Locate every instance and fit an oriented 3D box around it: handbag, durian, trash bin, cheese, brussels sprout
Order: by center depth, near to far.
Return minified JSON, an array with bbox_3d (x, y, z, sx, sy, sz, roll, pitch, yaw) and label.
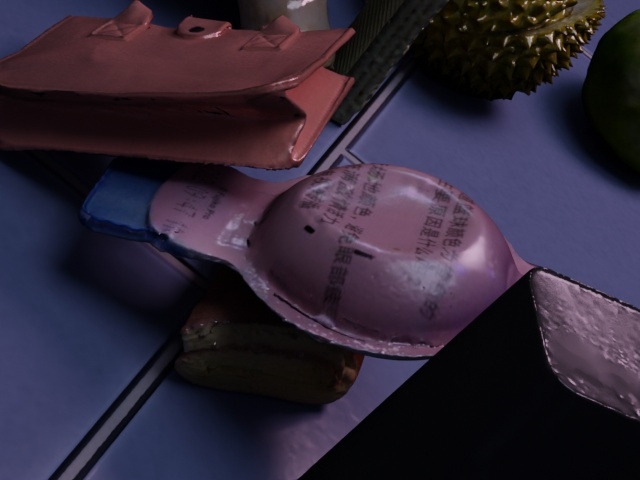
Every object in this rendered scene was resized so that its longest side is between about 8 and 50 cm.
[{"bbox_3d":[0.111,0.136,0.779,0.165,0.225,0.115,24,36,-22],"label":"trash bin"},{"bbox_3d":[0.000,0.000,0.849,0.286,0.074,0.189,14,33,4],"label":"cheese"},{"bbox_3d":[-0.096,-0.106,0.917,0.213,0.059,0.157,5,29,16],"label":"handbag"},{"bbox_3d":[0.135,-0.210,1.298,0.193,0.137,0.237,20,-5,-38],"label":"durian"},{"bbox_3d":[0.338,-0.155,1.401,0.161,0.144,0.180,44,32,-21],"label":"brussels sprout"}]

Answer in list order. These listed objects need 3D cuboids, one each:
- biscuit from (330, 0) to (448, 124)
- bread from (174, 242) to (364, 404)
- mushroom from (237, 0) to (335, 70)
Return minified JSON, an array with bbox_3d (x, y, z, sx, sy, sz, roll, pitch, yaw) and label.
[{"bbox_3d":[0.070,-0.195,1.146,0.041,0.199,0.121,33,34,-11],"label":"biscuit"},{"bbox_3d":[-0.016,0.042,0.909,0.119,0.067,0.192,34,34,-7],"label":"bread"},{"bbox_3d":[-0.046,-0.242,1.139,0.206,0.209,0.206,9,20,-3],"label":"mushroom"}]
